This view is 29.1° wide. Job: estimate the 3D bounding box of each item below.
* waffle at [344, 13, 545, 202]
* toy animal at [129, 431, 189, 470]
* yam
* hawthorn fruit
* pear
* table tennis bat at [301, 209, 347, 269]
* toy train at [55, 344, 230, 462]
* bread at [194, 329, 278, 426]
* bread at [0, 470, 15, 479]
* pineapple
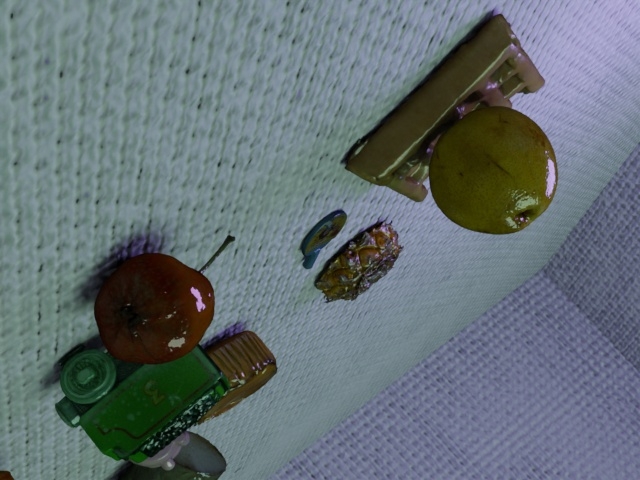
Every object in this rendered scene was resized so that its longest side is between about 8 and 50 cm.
[{"bbox_3d":[0.216,-0.208,2.063,0.348,0.077,0.304,-45,164,10],"label":"waffle"},{"bbox_3d":[-0.311,0.383,2.345,0.124,0.124,0.212,-39,171,-9],"label":"toy animal"},{"bbox_3d":[-0.328,0.510,2.559,0.268,0.161,0.161,-50,163,23],"label":"yam"},{"bbox_3d":[-0.203,0.069,1.725,0.165,0.165,0.285,-49,180,27],"label":"hawthorn fruit"},{"bbox_3d":[0.282,-0.107,1.991,0.209,0.209,0.209,-38,165,-13],"label":"pear"},{"bbox_3d":[0.000,0.000,2.218,0.100,0.019,0.155,-30,159,-40],"label":"table tennis bat"},{"bbox_3d":[-0.266,0.215,1.834,0.243,0.188,0.132,-38,164,-8],"label":"toy train"},{"bbox_3d":[-0.182,0.253,2.311,0.199,0.104,0.199,-35,167,-10],"label":"bread"},{"bbox_3d":[-0.539,0.451,1.872,0.195,0.142,0.269,-44,180,14],"label":"bread"},{"bbox_3d":[0.086,0.052,2.467,0.225,0.076,0.225,-36,165,-12],"label":"pineapple"}]
